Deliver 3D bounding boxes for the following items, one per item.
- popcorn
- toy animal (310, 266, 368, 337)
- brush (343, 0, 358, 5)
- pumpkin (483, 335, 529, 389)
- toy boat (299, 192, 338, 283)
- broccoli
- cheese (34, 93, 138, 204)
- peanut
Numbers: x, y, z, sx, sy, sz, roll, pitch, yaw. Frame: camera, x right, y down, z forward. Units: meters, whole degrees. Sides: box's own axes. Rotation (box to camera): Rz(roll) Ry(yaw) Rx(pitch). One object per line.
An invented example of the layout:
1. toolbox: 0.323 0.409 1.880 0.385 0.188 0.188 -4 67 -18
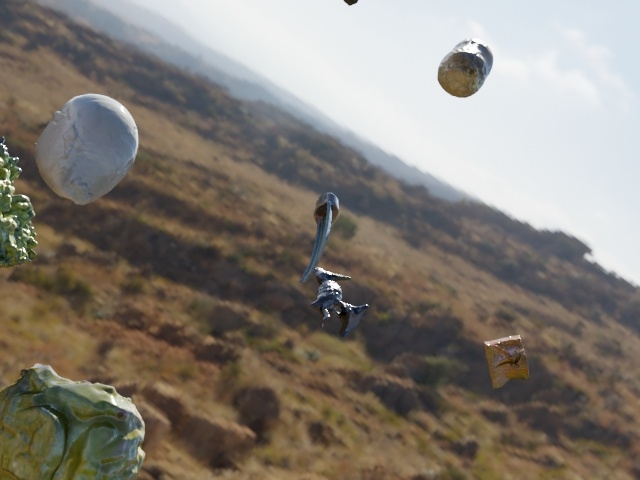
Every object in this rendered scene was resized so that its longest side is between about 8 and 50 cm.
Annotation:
1. popcorn: -0.290 0.235 1.309 0.185 0.167 0.187 -1 28 -18
2. toy animal: 0.019 0.107 2.134 0.105 0.070 0.202 14 29 -23
3. brush: 0.027 -0.499 1.671 0.070 0.051 0.323 -123 -164 -46
4. pumpkin: 0.330 0.211 2.009 0.035 0.073 0.101 70 7 -51
5. toy boat: 0.000 0.001 1.591 0.034 0.122 0.096 13 -24 -3
6. broccoli: -0.465 -0.001 1.410 0.180 0.242 0.273 49 32 -37
7. cheese: -0.419 -0.170 2.045 0.154 0.189 0.198 27 12 -35
8. peanut: 0.259 -0.308 2.013 0.087 0.087 0.207 38 26 0
